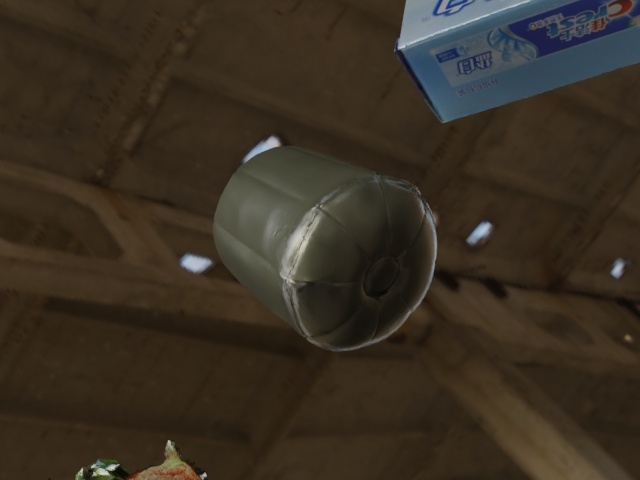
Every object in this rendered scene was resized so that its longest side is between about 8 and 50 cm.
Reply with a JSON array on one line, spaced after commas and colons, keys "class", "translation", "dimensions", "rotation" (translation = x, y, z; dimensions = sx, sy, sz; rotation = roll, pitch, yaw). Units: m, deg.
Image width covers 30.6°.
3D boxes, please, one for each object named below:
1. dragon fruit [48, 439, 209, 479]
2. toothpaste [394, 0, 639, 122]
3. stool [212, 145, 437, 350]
[{"class": "dragon fruit", "translation": [-0.036, 0.158, 0.390], "dimensions": [0.138, 0.175, 0.142], "rotation": [-38, 13, 41]}, {"class": "toothpaste", "translation": [0.163, -0.123, 0.486], "dimensions": [0.272, 0.066, 0.053], "rotation": [-15, -50, 28]}, {"class": "stool", "translation": [0.000, 0.000, 0.619], "dimensions": [0.096, 0.110, 0.096], "rotation": [-16, -62, -33]}]
